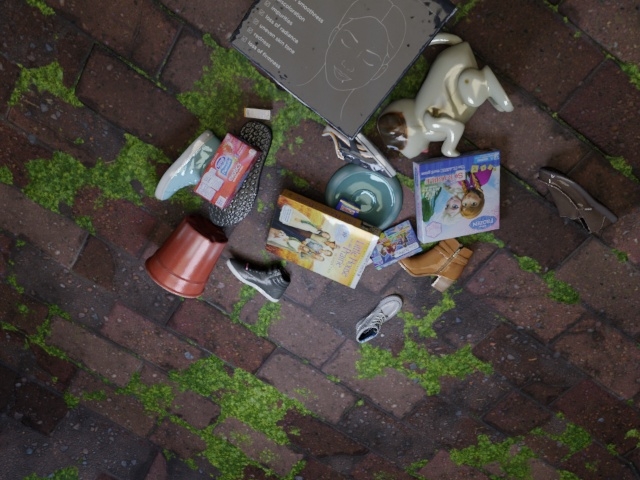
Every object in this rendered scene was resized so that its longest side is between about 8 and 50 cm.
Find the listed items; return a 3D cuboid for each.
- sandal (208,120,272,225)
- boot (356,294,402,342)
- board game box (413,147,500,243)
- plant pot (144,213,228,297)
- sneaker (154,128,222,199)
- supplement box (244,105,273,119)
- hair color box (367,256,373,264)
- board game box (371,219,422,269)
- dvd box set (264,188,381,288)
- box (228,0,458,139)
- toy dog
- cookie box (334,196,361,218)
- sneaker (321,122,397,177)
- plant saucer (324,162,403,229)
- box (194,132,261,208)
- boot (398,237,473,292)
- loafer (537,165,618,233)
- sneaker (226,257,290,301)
[{"bbox_3d":[-0.305,-0.257,1.864,0.168,0.107,0.445,26,101,-4],"label":"sandal"},{"bbox_3d":[0.259,0.353,2.046,0.095,0.123,0.258,40,112,-11],"label":"boot"},{"bbox_3d":[0.523,-0.170,1.779,0.319,0.066,0.317,-12,113,-5],"label":"board game box"},{"bbox_3d":[-0.539,0.050,1.940,0.273,0.272,0.265,34,104,-9],"label":"plant pot"},{"bbox_3d":[-0.511,-0.263,1.853,0.150,0.135,0.366,44,112,-9],"label":"sneaker"},{"bbox_3d":[-0.234,-0.485,1.765,0.099,0.062,0.036,7,113,2],"label":"supplement box"},{"bbox_3d":[0.148,0.094,1.988,0.141,0.043,0.072,-33,106,19],"label":"hair color box"},{"bbox_3d":[0.297,0.019,1.898,0.201,0.136,0.035,-25,153,17],"label":"board game box"},{"bbox_3d":[0.000,0.000,1.889,0.421,0.062,0.307,24,129,3],"label":"dvd box set"},{"bbox_3d":[0.065,-0.655,1.446,0.480,0.297,0.471,37,109,-8],"label":"box"},{"bbox_3d":[0.387,-0.455,1.598,0.408,0.284,0.395,-35,103,20],"label":"toy dog"},{"bbox_3d":[0.097,-0.105,1.862,0.092,0.040,0.107,28,113,-4],"label":"cookie box"},{"bbox_3d":[0.143,-0.336,1.759,0.127,0.126,0.321,-43,92,16],"label":"sneaker"},{"bbox_3d":[0.173,-0.162,1.875,0.318,0.043,0.317,3,114,6],"label":"plant saucer"},{"bbox_3d":[-0.345,-0.261,1.746,0.128,0.122,0.256,32,100,-4],"label":"box"},{"bbox_3d":[0.463,0.063,1.910,0.284,0.109,0.220,32,108,0],"label":"boot"},{"bbox_3d":[0.948,-0.141,1.750,0.366,0.133,0.130,35,112,-9],"label":"loafer"},{"bbox_3d":[-0.256,0.133,2.022,0.296,0.104,0.147,38,110,-17],"label":"sneaker"}]
